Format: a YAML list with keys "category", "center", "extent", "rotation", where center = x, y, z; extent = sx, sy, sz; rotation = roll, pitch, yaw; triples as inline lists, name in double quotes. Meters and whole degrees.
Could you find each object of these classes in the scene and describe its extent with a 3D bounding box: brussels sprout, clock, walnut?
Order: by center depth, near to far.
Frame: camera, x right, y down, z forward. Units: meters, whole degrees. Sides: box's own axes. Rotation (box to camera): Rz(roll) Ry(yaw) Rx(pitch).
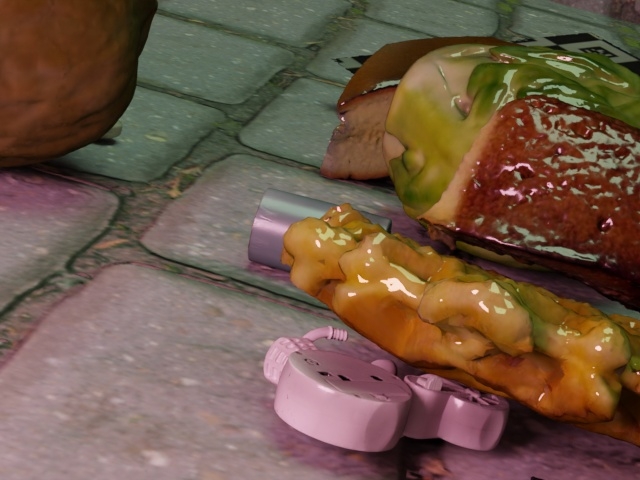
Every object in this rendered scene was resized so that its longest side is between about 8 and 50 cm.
- category: "clock"
  center: [0.033, 0.078, 0.755]
  extent: [0.129, 0.041, 0.087]
  rotation: [9, 14, -31]
- category: "walnut"
  center: [-0.245, -0.163, 0.981]
  extent: [0.283, 0.283, 0.227]
  rotation: [7, 59, -24]
- category: "brussels sprout"
  center: [0.156, -0.055, 1.106]
  extent: [0.223, 0.161, 0.223]
  rotation: [0, 36, 0]

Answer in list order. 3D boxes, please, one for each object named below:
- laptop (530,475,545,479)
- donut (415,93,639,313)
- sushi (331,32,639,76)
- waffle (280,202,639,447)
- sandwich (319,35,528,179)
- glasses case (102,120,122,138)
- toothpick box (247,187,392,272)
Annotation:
- category: "laptop"
  center: [0.146, 0.161, 0.637]
  extent: [0.135, 0.016, 0.197]
  rotation: [18, 17, 7]
- category: "donut"
  center: [0.216, -0.003, 0.911]
  extent: [0.295, 0.112, 0.151]
  rotation: [17, -1, -40]
- category: "sushi"
  center: [0.243, -0.100, 1.442]
  extent: [0.343, 0.064, 0.359]
  rotation: [-10, 33, -32]
- category: "waffle"
  center: [0.137, 0.058, 0.781]
  extent: [0.302, 0.068, 0.325]
  rotation: [21, 4, 23]
- category: "sandwich"
  center: [0.112, -0.115, 1.269]
  extent: [0.258, 0.094, 0.096]
  rotation: [-5, 35, -23]
- category: "glasses case"
  center: [-0.193, -0.098, 1.164]
  extent: [0.083, 0.021, 0.032]
  rotation: [21, 17, 21]
- category: "toothpick box"
  center: [0.000, 0.000, 0.961]
  extent: [0.083, 0.052, 0.052]
  rotation: [16, 17, 6]
